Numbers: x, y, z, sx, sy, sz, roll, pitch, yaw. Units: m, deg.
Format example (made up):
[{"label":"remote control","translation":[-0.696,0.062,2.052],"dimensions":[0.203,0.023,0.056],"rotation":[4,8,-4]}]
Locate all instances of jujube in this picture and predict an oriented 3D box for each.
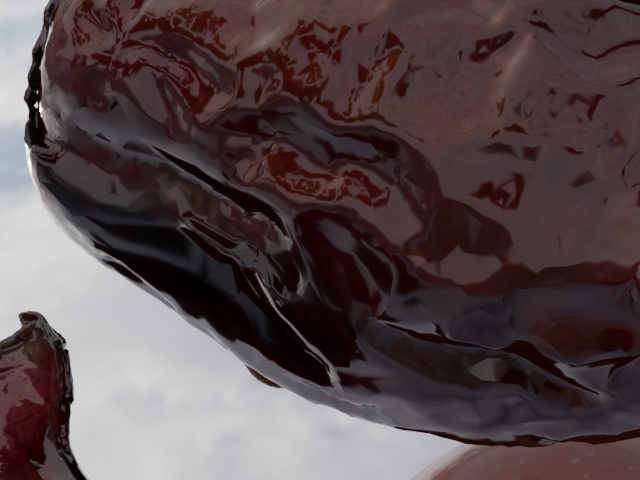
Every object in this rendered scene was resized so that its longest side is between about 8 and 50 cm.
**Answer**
[{"label":"jujube","translation":[0.042,-0.034,0.533],"dimensions":[0.290,0.197,0.197],"rotation":[14,-151,14]}]

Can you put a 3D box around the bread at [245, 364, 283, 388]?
[{"label":"bread","translation":[-0.004,-0.005,0.843],"dimensions":[0.156,0.125,0.086],"rotation":[-42,-128,-16]}]

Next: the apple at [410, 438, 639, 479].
[{"label":"apple","translation":[0.171,0.283,0.946],"dimensions":[0.277,0.348,0.348],"rotation":[-42,-146,-4]}]

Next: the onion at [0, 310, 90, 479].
[{"label":"onion","translation":[-0.137,0.131,0.553],"dimensions":[0.139,0.218,0.195],"rotation":[12,173,-37]}]
